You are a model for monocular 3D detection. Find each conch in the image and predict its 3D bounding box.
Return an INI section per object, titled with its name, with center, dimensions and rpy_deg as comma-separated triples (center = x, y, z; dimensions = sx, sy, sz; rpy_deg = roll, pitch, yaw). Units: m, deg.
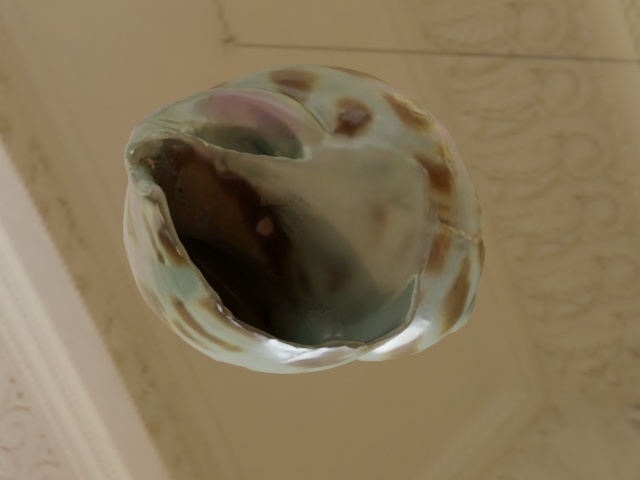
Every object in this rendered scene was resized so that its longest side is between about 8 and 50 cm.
[conch]
center = -0.001, 0.000, 1.282
dimensions = 0.368, 0.197, 0.249
rpy_deg = 15, -126, -27
